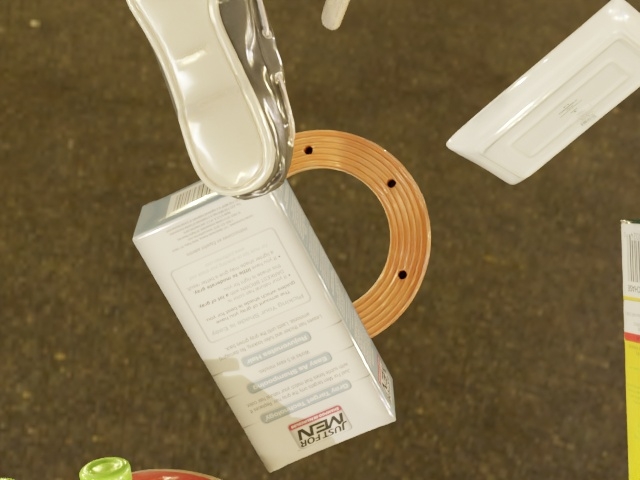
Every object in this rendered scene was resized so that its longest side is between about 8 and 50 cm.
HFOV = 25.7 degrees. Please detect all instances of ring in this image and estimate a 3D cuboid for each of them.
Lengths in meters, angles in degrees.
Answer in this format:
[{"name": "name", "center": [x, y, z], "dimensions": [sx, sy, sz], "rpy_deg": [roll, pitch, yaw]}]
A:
[{"name": "ring", "center": [0.000, 0.000, 2.119], "dimensions": [0.337, 0.336, 0.032], "rpy_deg": [19, -3, 14]}]

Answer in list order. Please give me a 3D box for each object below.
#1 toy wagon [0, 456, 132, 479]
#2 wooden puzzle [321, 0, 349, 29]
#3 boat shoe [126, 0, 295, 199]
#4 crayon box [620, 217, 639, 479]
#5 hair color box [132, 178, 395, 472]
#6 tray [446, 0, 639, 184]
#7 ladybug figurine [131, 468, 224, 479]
[{"name": "toy wagon", "center": [-0.234, 0.373, 1.539], "dimensions": [0.345, 0.267, 0.068], "rpy_deg": [-10, 17, -10]}, {"name": "wooden puzzle", "center": [0.073, -0.344, 1.344], "dimensions": [0.044, 0.221, 0.238], "rpy_deg": [31, 62, 3]}, {"name": "boat shoe", "center": [-0.104, -0.199, 1.296], "dimensions": [0.112, 0.335, 0.095], "rpy_deg": [-16, -2, 18]}, {"name": "crayon box", "center": [0.355, 0.140, 1.274], "dimensions": [0.081, 0.318, 0.202], "rpy_deg": [-3, 4, -15]}, {"name": "hair color box", "center": [-0.065, 0.093, 1.795], "dimensions": [0.185, 0.374, 0.113], "rpy_deg": [-24, 21, 10]}, {"name": "tray", "center": [0.292, -0.164, 1.672], "dimensions": [0.145, 0.270, 0.030], "rpy_deg": [25, 35, -42]}, {"name": "ladybug figurine", "center": [-0.131, 0.456, 1.714], "dimensions": [0.449, 0.162, 0.305], "rpy_deg": [37, 72, 1]}]
